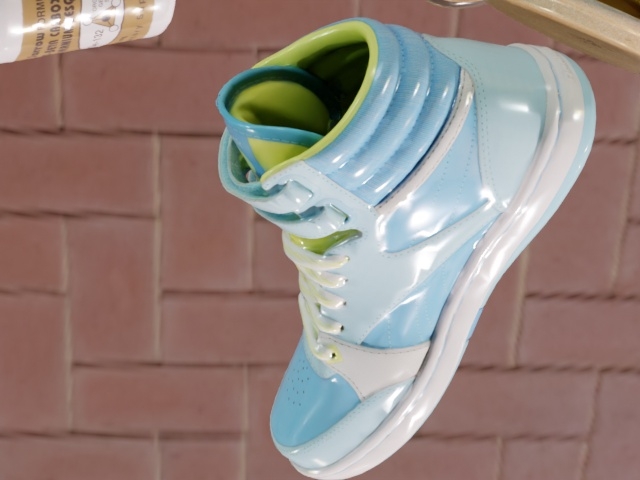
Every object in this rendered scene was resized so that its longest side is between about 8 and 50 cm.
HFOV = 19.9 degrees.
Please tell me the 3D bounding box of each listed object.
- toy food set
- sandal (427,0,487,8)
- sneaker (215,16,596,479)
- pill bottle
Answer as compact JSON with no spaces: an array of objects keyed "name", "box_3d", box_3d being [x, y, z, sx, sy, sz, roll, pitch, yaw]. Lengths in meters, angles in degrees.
[{"name":"toy food set","box_3d":[0.086,-0.069,0.557,0.083,0.082,0.020,23,94,-30]},{"name":"sandal","box_3d":[0.170,-0.247,1.500,0.219,0.090,0.060,-12,141,-23]},{"name":"sneaker","box_3d":[0.000,0.000,1.082,0.208,0.127,0.319,14,116,-32]},{"name":"pill bottle","box_3d":[-0.246,-0.216,1.506,0.229,0.131,0.131,-13,127,-23]}]
